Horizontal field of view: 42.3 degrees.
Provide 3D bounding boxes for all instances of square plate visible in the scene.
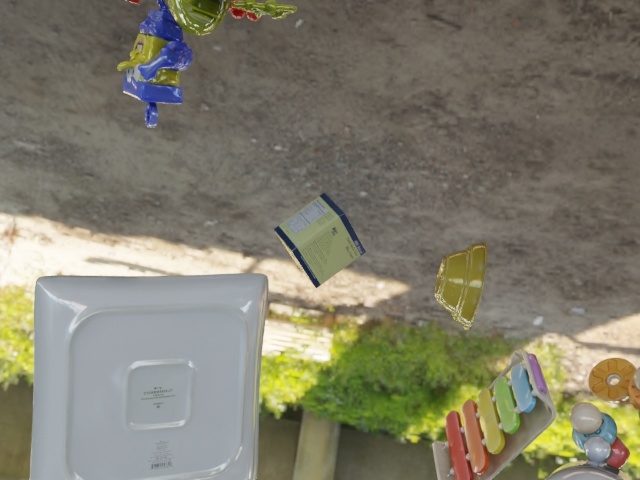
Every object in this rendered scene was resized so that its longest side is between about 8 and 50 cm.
[{"bbox_3d":[-0.237,0.221,1.205,0.347,0.344,0.049,0,-173,-27],"label":"square plate"}]

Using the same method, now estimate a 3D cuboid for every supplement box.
[{"bbox_3d":[0.000,0.000,1.078,0.056,0.083,0.083,49,173,46],"label":"supplement box"}]

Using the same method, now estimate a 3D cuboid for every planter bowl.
[{"bbox_3d":[0.326,0.098,1.968,0.090,0.217,0.217,11,160,1],"label":"planter bowl"}]

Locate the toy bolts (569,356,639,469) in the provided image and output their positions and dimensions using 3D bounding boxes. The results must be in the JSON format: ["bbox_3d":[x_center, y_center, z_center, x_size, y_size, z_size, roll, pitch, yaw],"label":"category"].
[{"bbox_3d":[0.567,0.309,1.617,0.158,0.228,0.218,51,174,-38],"label":"toy bolts"}]

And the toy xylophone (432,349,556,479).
[{"bbox_3d":[0.343,0.350,1.648,0.081,0.236,0.323,27,111,-17],"label":"toy xylophone"}]

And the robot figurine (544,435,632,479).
[{"bbox_3d":[0.466,0.489,1.434,0.199,0.300,0.353,3,171,21],"label":"robot figurine"}]

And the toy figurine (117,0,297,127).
[{"bbox_3d":[-0.201,-0.263,1.207,0.191,0.217,0.362,8,-167,-33],"label":"toy figurine"}]
